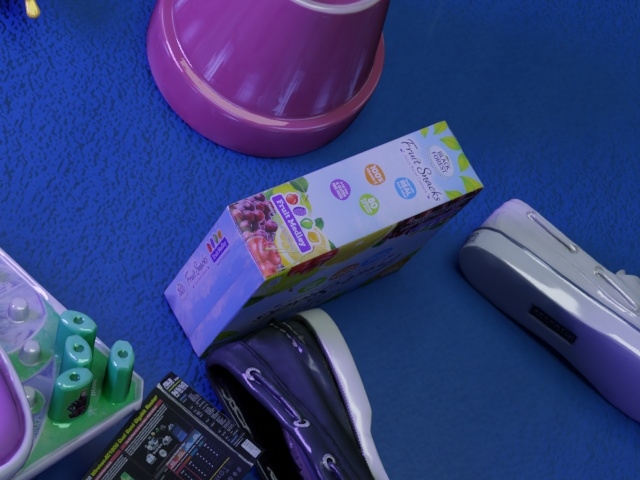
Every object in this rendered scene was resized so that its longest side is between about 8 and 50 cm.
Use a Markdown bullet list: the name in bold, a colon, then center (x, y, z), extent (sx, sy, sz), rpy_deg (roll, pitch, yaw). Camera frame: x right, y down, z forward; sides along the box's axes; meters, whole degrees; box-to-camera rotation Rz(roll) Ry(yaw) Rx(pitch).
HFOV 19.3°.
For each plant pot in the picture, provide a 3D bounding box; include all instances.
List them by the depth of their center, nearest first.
- **plant pot**: center (-0.026, -0.195, 1.556), extent (0.201, 0.180, 0.201), rpy_deg (9, 62, -17)

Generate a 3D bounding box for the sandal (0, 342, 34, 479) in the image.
- **sandal**: center (-0.339, 0.007, 1.237), extent (0.169, 0.102, 0.416), rpy_deg (-25, 57, -34)

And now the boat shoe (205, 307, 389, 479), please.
- **boat shoe**: center (0.000, 0.210, 1.391), extent (0.113, 0.127, 0.340), rpy_deg (-9, 66, -23)

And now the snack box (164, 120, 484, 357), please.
- **snack box**: center (0.000, 0.000, 1.468), extent (0.207, 0.174, 0.070), rpy_deg (-21, 77, -29)

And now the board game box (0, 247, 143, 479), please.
- **board game box**: center (-0.384, 0.064, 1.279), extent (0.390, 0.050, 0.390), rpy_deg (40, 49, 23)

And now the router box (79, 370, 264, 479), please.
- **router box**: center (-0.114, 0.171, 1.374), extent (0.092, 0.122, 0.038), rpy_deg (40, 19, 1)

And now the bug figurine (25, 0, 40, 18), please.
- **bug figurine**: center (-0.355, -0.249, 1.513), extent (0.279, 0.072, 0.216), rpy_deg (-18, 65, -29)

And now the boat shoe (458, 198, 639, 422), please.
- **boat shoe**: center (0.239, 0.060, 1.574), extent (0.258, 0.095, 0.084), rpy_deg (41, 62, 2)
